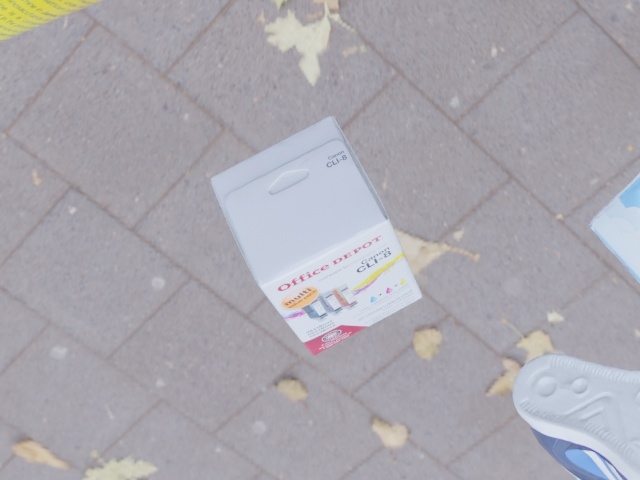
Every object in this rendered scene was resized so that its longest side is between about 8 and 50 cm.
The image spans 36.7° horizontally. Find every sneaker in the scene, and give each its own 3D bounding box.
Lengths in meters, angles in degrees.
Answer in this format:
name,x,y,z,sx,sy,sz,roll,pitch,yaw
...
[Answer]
name,x,y,z,sx,sy,sz,roll,pitch,yaw
sneaker,0.386,0.244,1.080,0.236,0.322,0.130,44,72,-41

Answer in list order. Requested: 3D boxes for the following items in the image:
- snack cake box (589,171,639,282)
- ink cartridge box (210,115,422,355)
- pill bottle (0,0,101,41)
name,x,y,z,sx,sy,sz,roll,pitch,yaw
snack cake box,0.321,0.042,0.625,0.264,0.152,0.089,52,135,16
ink cartridge box,0.000,0.000,0.895,0.128,0.127,0.176,-28,150,2
pill bottle,-0.196,-0.229,0.599,0.333,0.188,0.188,-18,117,11
